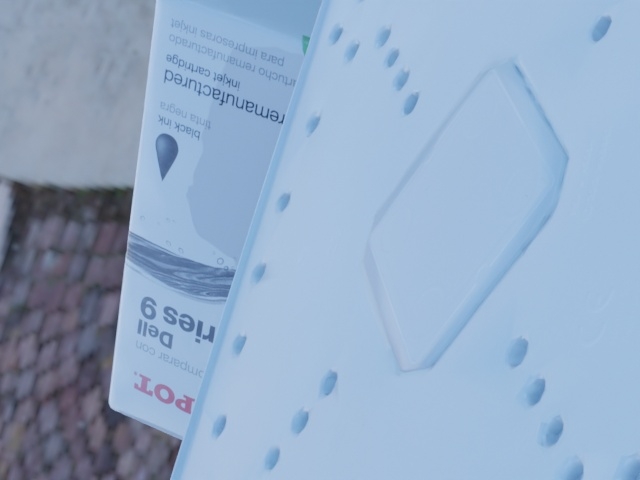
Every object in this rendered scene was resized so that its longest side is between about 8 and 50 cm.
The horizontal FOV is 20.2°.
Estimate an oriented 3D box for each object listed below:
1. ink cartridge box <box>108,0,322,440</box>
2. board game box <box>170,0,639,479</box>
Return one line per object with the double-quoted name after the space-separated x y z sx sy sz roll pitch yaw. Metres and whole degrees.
0.000 0.000 1.092 0.211 0.121 0.289 21 119 22 "ink cartridge box"
0.074 -0.002 0.734 0.390 0.050 0.390 -17 52 59 "board game box"
